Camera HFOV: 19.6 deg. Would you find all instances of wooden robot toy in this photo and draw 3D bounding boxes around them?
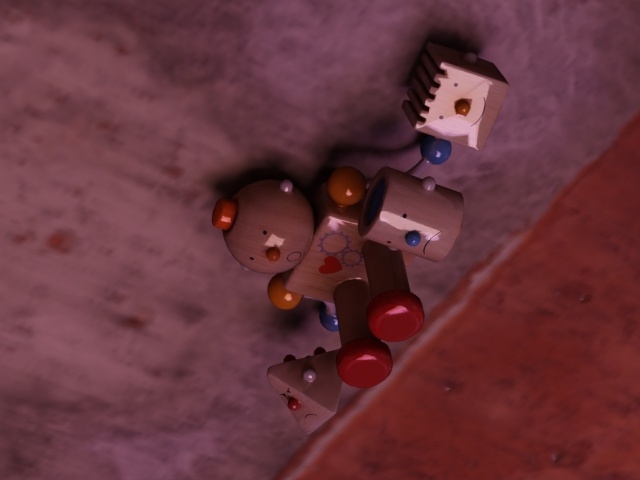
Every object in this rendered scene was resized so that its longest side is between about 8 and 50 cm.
[{"bbox_3d":[0.000,0.000,0.692,0.079,0.076,0.173,19,125,-16],"label":"wooden robot toy"}]
